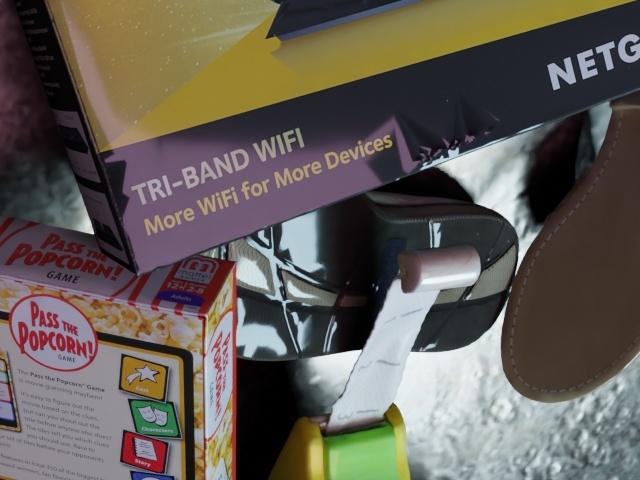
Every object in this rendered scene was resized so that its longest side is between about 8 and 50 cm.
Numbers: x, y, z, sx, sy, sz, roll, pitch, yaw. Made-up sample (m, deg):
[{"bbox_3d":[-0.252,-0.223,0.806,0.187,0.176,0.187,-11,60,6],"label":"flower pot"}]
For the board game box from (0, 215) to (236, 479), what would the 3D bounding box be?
[{"bbox_3d":[-0.116,0.085,0.724,0.147,0.045,0.193,11,127,11],"label":"board game box"}]

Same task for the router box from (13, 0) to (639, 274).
[{"bbox_3d":[0.016,-0.152,0.650,0.309,0.081,0.242,-22,103,-16],"label":"router box"}]

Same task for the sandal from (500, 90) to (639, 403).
[{"bbox_3d":[0.182,-0.015,0.874,0.240,0.088,0.079,-69,162,3],"label":"sandal"}]

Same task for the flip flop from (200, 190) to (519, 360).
[{"bbox_3d":[0.000,0.000,0.789,0.277,0.080,0.112,7,110,-45],"label":"flip flop"}]

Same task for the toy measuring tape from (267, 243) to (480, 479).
[{"bbox_3d":[0.030,0.143,0.800,0.121,0.121,0.330,-6,143,-26],"label":"toy measuring tape"}]
